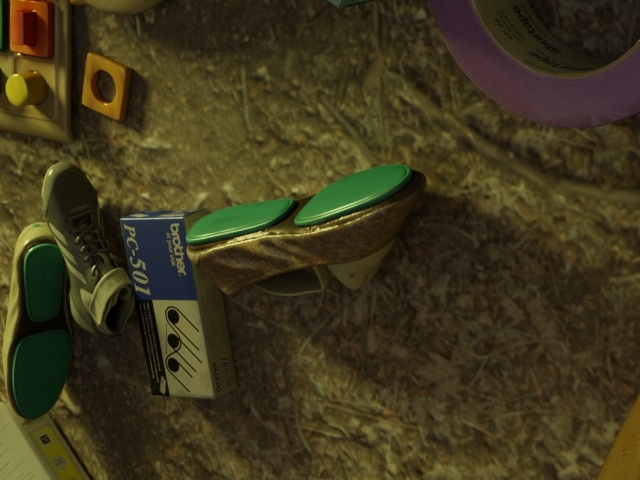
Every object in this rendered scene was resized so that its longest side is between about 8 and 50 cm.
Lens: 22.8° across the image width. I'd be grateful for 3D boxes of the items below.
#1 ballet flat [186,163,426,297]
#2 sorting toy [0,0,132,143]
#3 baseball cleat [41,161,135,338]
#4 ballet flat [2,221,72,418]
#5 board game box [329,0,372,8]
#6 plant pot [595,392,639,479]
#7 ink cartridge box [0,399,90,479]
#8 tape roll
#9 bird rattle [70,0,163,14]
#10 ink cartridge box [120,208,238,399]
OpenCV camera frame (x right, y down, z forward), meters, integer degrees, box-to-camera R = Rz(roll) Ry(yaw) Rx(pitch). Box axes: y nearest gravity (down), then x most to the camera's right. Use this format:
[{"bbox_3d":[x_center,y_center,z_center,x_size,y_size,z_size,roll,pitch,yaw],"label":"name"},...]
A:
[{"bbox_3d":[0.000,0.000,1.599,0.316,0.107,0.106,-11,117,45],"label":"ballet flat"},{"bbox_3d":[-0.360,-0.214,1.830,0.347,0.047,0.196,12,111,34],"label":"sorting toy"},{"bbox_3d":[-0.254,0.012,1.799,0.109,0.072,0.206,15,124,49],"label":"baseball cleat"},{"bbox_3d":[-0.342,0.092,1.902,0.086,0.086,0.248,24,116,30],"label":"ballet flat"},{"bbox_3d":[-0.015,-0.353,1.456,0.275,0.144,0.142,40,124,21],"label":"board game box"},{"bbox_3d":[0.326,0.227,1.343,0.237,0.237,0.254,11,96,35],"label":"plant pot"},{"bbox_3d":[-0.413,0.337,2.034,0.303,0.072,0.307,-42,75,39],"label":"ink cartridge box"},{"bbox_3d":[0.225,-0.237,1.342,0.275,0.090,0.275,12,111,34],"label":"tape roll"},{"bbox_3d":[-0.208,-0.339,1.656,0.253,0.143,0.207,1,117,24],"label":"bird rattle"},{"bbox_3d":[-0.157,0.070,1.762,0.097,0.046,0.207,-1,103,37],"label":"ink cartridge box"}]
